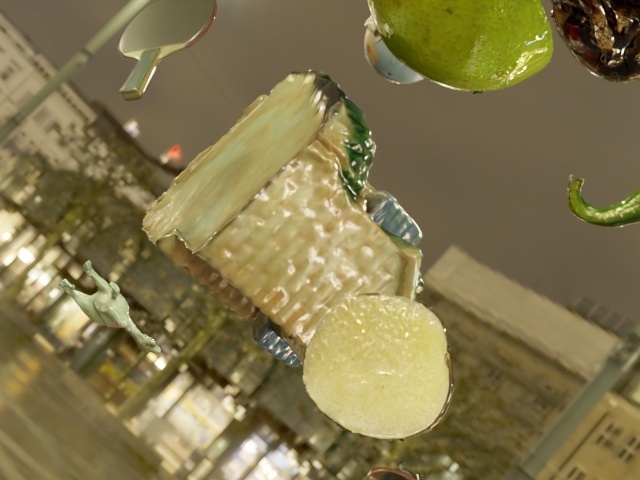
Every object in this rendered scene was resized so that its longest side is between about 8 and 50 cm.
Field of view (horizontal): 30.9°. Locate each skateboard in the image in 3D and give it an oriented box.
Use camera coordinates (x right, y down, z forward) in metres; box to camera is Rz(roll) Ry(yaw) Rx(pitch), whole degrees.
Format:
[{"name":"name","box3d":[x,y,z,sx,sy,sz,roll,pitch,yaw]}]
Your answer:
[{"name":"skateboard","box3d":[0.116,0.316,1.338,0.151,0.080,0.067,26,-56,10]}]

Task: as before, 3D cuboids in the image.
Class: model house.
[{"name":"model house","box3d":[0.000,0.000,1.852,0.400,0.395,0.445,48,-5,-19]}]

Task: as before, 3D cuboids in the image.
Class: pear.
[{"name":"pear","box3d":[0.165,-0.311,1.480,0.288,0.139,0.239,42,-19,8]}]

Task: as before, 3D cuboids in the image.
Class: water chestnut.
[{"name":"water chestnut","box3d":[0.491,-0.378,1.809,0.289,0.289,0.244,46,9,-17]}]

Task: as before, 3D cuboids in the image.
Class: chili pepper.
[{"name":"chili pepper","box3d":[0.434,-0.109,1.243,0.084,0.359,0.076,63,-8,-11]}]

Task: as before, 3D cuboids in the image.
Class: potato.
[{"name":"potato","box3d":[0.089,0.171,1.448,0.202,0.182,0.117,15,-19,28]}]

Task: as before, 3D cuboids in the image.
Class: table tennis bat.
[{"name":"table tennis bat","box3d":[-0.246,-0.302,1.769,0.154,0.274,0.021,-5,-48,21]}]

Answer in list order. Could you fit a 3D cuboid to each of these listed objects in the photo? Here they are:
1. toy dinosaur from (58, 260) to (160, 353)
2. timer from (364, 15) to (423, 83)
[{"name":"toy dinosaur","box3d":[-0.357,0.108,1.882,0.242,0.053,0.167,0,-52,56]},{"name":"timer","box3d":[0.157,-0.409,2.266,0.175,0.175,0.255,38,-10,22]}]
